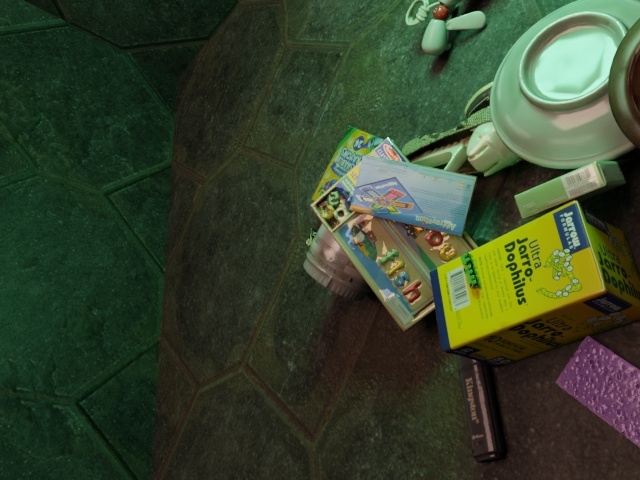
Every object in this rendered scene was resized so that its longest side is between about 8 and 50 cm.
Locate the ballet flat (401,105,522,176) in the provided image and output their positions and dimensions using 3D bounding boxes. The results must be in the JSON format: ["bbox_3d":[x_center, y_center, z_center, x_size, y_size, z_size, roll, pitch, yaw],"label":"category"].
[{"bbox_3d":[0.359,-0.213,1.480,0.483,0.164,0.182,-13,27,51],"label":"ballet flat"}]

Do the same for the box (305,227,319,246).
[{"bbox_3d":[0.000,0.000,1.947,0.083,0.052,0.062,23,93,53],"label":"box"}]

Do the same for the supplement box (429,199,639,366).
[{"bbox_3d":[0.429,0.104,1.218,0.357,0.194,0.195,-33,49,40],"label":"supplement box"}]

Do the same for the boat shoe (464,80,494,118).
[{"bbox_3d":[0.462,-0.361,1.507,0.224,0.080,0.073,-34,43,32],"label":"boat shoe"}]

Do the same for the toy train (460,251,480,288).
[{"bbox_3d":[0.304,0.061,1.222,0.023,0.017,0.083,-46,40,43],"label":"toy train"}]

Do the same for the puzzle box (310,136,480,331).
[{"bbox_3d":[0.194,-0.016,1.487,0.272,0.052,0.408,-41,75,14],"label":"puzzle box"}]

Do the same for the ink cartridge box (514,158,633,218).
[{"bbox_3d":[0.520,-0.105,1.204,0.171,0.235,0.056,-27,76,42],"label":"ink cartridge box"}]

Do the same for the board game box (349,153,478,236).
[{"bbox_3d":[0.219,-0.110,1.438,0.282,0.027,0.145,15,92,20],"label":"board game box"}]

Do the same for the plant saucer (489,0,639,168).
[{"bbox_3d":[0.521,-0.345,1.216,0.401,0.101,0.400,-17,60,33],"label":"plant saucer"}]

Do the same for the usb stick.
[{"bbox_3d":[0.349,0.343,1.330,0.077,0.045,0.277,-31,51,40],"label":"usb stick"}]

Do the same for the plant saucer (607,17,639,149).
[{"bbox_3d":[0.648,-0.275,1.007,0.311,0.050,0.310,9,106,33],"label":"plant saucer"}]

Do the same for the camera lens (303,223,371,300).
[{"bbox_3d":[0.103,0.001,1.672,0.274,0.219,0.219,-61,37,12],"label":"camera lens"}]

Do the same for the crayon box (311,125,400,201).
[{"bbox_3d":[0.094,-0.182,1.891,0.203,0.083,0.322,37,103,53],"label":"crayon box"}]

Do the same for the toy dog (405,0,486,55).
[{"bbox_3d":[0.409,-0.700,1.723,0.333,0.161,0.220,-58,38,40],"label":"toy dog"}]

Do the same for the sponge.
[{"bbox_3d":[0.552,0.280,1.112,0.117,0.031,0.210,-62,36,11],"label":"sponge"}]
